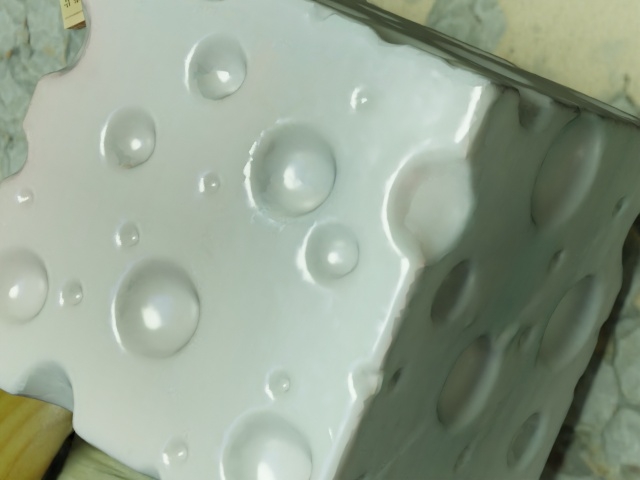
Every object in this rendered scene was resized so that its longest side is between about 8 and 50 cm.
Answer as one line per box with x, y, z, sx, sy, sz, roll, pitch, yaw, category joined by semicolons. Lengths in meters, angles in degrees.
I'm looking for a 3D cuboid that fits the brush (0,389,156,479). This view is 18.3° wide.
-0.163;0.133;1.242;0.267;0.166;0.174;-61;14;-14;brush

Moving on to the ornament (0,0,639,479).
0.000;0.000;1.024;0.240;0.239;0.240;27;100;29;ornament

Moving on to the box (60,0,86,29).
-0.137;-0.178;1.296;0.093;0.015;0.058;-18;79;38;box
